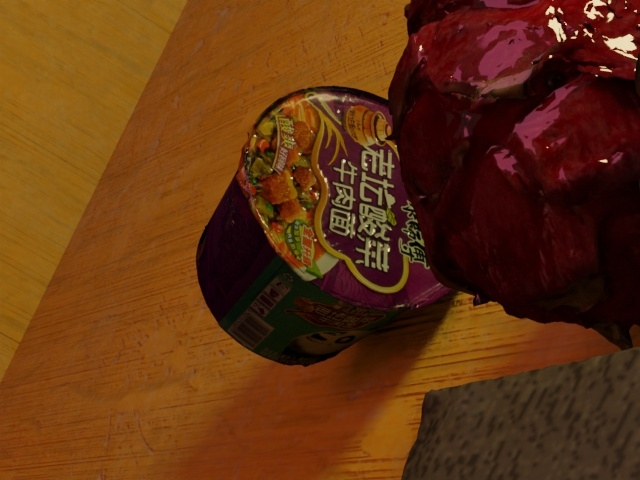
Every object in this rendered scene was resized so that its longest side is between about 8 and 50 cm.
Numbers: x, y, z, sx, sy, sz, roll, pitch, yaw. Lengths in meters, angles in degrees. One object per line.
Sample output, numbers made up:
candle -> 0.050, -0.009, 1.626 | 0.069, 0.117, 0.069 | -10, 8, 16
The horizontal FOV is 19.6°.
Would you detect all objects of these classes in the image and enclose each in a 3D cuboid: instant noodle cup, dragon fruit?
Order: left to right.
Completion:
instant noodle cup -> 0.000, 0.000, 1.830 | 0.190, 0.251, 0.251 | -47, 22, 50
dragon fruit -> 0.201, -0.089, 1.378 | 0.329, 0.329, 0.329 | -47, 23, 28

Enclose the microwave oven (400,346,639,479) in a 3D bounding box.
microwave oven -> 0.242, 0.225, 0.801 | 0.432, 0.236, 0.374 | -17, 45, 40

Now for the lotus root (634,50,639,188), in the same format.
lotus root -> 0.364, -0.096, 1.092 | 0.346, 0.250, 0.250 | -28, 36, 56
